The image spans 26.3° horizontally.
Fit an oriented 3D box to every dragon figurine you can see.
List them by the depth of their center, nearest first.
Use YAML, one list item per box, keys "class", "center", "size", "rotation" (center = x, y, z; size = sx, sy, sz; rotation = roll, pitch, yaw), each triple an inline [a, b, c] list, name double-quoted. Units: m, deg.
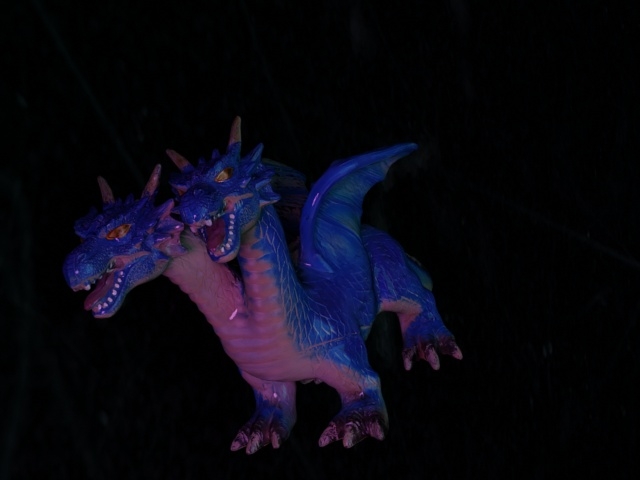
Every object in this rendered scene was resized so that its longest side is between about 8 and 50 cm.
- class: "dragon figurine"
  center: [0.000, 0.000, 0.612]
  size: [0.289, 0.085, 0.144]
  rotation: [-34, 114, -59]
